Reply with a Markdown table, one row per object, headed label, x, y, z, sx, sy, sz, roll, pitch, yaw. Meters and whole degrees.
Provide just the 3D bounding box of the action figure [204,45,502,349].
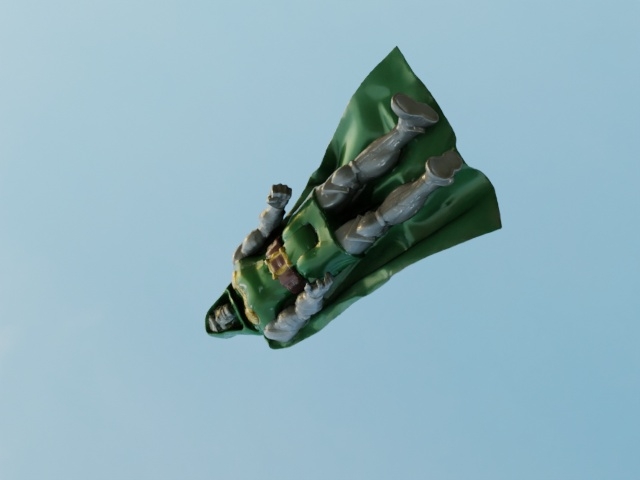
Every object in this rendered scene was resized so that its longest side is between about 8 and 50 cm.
| label | x | y | z | sx | sy | sz | roll | pitch | yaw |
| --- | --- | --- | --- | --- | --- | --- | --- | --- | --- |
| action figure | 0.000 | 0.000 | 1.018 | 0.063 | 0.232 | 0.137 | 1 | -125 | -46 |
